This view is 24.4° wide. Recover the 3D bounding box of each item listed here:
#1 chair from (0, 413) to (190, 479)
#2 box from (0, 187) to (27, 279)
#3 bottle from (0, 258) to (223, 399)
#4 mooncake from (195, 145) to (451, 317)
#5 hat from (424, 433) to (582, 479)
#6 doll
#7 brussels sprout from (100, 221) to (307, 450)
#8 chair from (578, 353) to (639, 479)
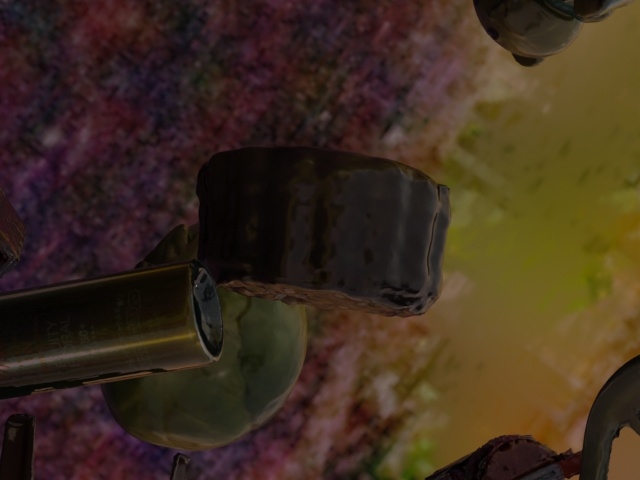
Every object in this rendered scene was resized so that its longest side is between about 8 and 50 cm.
[{"bbox_3d":[-0.234,0.342,1.246,0.183,0.175,0.326,-43,-142,48],"label":"chair"},{"bbox_3d":[-0.544,-0.128,1.928,0.116,0.415,0.264,-33,-166,-3],"label":"box"},{"bbox_3d":[-0.220,0.076,1.120,0.286,0.082,0.082,-10,169,12],"label":"bottle"},{"bbox_3d":[0.000,0.000,1.278,0.228,0.228,0.124,35,60,-74],"label":"mooncake"},{"bbox_3d":[0.201,0.281,1.756,0.140,0.129,0.227,-45,-167,-19],"label":"hat"},{"bbox_3d":[0.307,-0.346,1.958,0.161,0.177,0.260,-30,180,-35],"label":"doll"},{"bbox_3d":[-0.157,0.126,2.075,0.289,0.281,0.355,140,-28,-84],"label":"brussels sprout"},{"bbox_3d":[0.312,0.237,1.108,0.203,0.274,0.190,-23,-150,50],"label":"chair"}]
